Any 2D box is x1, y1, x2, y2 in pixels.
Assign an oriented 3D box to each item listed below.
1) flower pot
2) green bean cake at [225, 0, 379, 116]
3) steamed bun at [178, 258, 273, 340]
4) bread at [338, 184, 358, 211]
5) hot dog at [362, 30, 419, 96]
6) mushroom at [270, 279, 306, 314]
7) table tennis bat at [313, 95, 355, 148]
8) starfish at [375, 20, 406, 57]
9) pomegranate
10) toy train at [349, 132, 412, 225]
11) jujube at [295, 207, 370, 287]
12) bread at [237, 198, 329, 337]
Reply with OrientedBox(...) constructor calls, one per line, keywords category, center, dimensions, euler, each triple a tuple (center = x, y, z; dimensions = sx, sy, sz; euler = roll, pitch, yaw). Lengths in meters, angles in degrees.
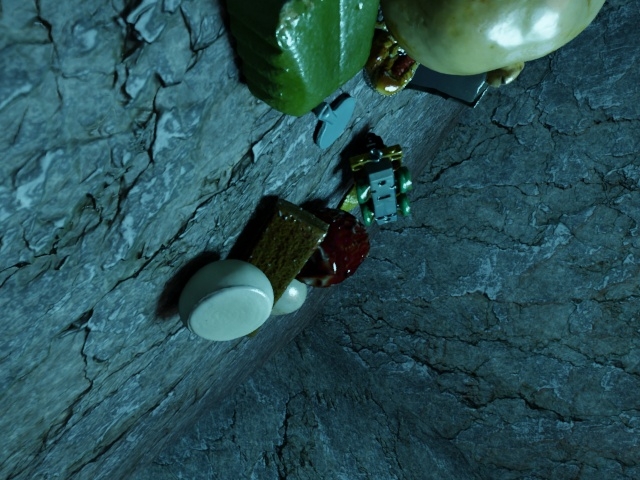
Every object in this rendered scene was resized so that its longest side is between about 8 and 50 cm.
OrientedBox(category="flower pot", center=(0.387, -0.530, 1.181), dimensions=(0.379, 0.251, 0.379), euler=(-47, 165, -16))
OrientedBox(category="green bean cake", center=(-0.018, -0.321, 0.640), dimensions=(0.222, 0.125, 0.248), euler=(-45, 164, -16))
OrientedBox(category="steamed bun", center=(-0.239, 0.137, 1.068), dimensions=(0.232, 0.145, 0.231), euler=(-13, 137, -13))
OrientedBox(category="bread", center=(0.147, -0.178, 1.778), dimensions=(0.187, 0.065, 0.149), euler=(-52, 173, -2))
OrientedBox(category="hot dog", center=(0.196, -0.451, 0.998), dimensions=(0.252, 0.131, 0.069), euler=(-46, -164, -7))
OrientedBox(category="mushroom", center=(-0.142, 0.152, 1.443), dimensions=(0.206, 0.207, 0.209), euler=(96, 17, -68))
OrientedBox(category="table tennis bat", center=(0.031, -0.302, 1.065), dimensions=(0.152, 0.040, 0.244), euler=(-55, 171, 12))
OrientedBox(category="starfish", center=(0.206, -0.487, 0.940), dimensions=(0.208, 0.175, 0.053), euler=(-17, -174, -28))
OrientedBox(category="pomegranate", center=(0.300, -0.467, 0.741), dimensions=(0.411, 0.412, 0.411), euler=(-48, 167, -14))
OrientedBox(category="toy train", center=(0.200, -0.213, 1.476), dimensions=(0.179, 0.248, 0.429), euler=(-15, 150, 5))
OrientedBox(category="jujube", center=(0.025, 0.018, 1.419), dimensions=(0.377, 0.258, 0.258), euler=(-20, 148, -49))
OrientedBox(category="bread", center=(-0.155, 0.084, 1.188), dimensions=(0.416, 0.165, 0.113), euler=(-54, -172, 21))
